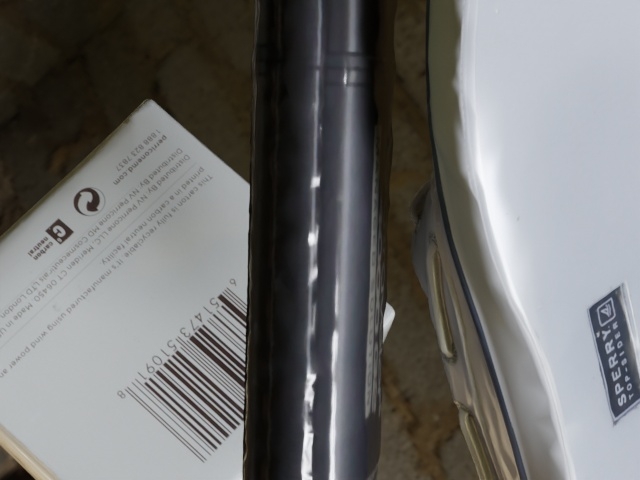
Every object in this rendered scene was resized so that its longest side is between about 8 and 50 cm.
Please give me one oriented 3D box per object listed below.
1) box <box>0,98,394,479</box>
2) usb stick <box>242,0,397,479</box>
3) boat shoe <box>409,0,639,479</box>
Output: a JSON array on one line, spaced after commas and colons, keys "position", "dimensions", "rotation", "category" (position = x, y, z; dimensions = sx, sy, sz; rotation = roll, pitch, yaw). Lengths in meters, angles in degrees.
[{"position": [-0.088, 0.059, 0.726], "dimensions": [0.182, 0.181, 0.119], "rotation": [40, -20, 11], "category": "box"}, {"position": [0.000, 0.000, 0.462], "dimensions": [0.077, 0.045, 0.278], "rotation": [-27, 118, -78], "category": "usb stick"}, {"position": [0.068, 0.004, 0.471], "dimensions": [0.084, 0.095, 0.258], "rotation": [19, -56, 52], "category": "boat shoe"}]
